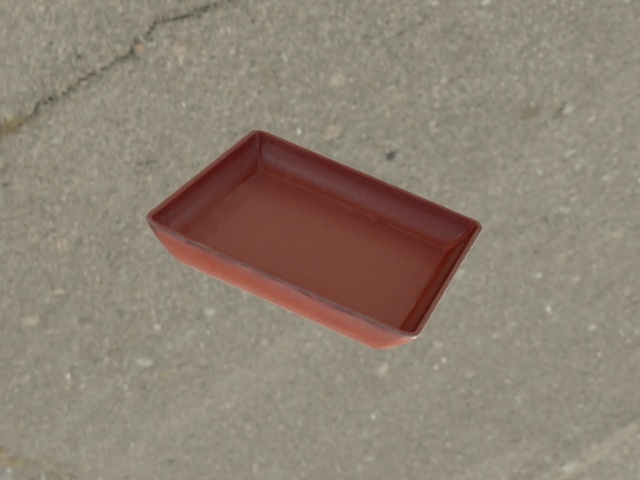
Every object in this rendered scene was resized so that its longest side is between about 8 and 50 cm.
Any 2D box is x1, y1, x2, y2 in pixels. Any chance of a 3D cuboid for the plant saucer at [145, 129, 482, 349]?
[{"bbox_3d":[0.000,0.000,1.144,0.258,0.259,0.048,24,120,10],"label":"plant saucer"}]
